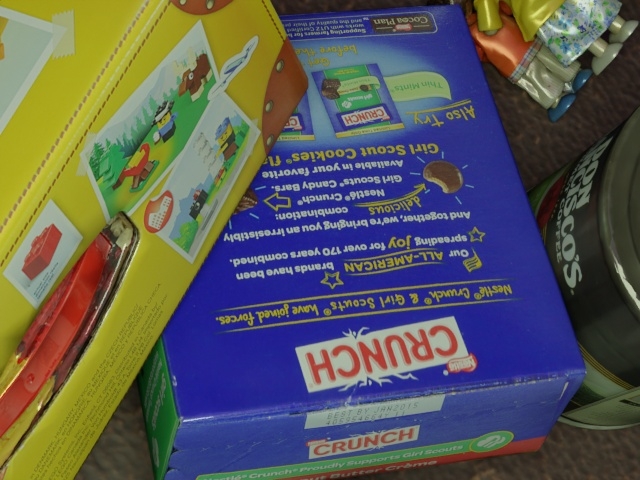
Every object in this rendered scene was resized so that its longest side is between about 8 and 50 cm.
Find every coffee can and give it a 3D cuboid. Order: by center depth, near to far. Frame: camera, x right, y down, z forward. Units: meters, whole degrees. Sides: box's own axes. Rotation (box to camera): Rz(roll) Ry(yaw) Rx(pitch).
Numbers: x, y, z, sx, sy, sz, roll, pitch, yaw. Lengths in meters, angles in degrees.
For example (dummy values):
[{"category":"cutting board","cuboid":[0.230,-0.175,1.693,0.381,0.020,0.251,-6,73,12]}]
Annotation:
[{"category":"coffee can","cuboid":[0.240,0.017,1.230,0.202,0.275,0.201,3,76,-12]}]

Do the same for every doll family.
[{"category":"doll family","cuboid":[0.187,-0.232,1.356,0.163,0.118,0.263,37,72,-2]}]

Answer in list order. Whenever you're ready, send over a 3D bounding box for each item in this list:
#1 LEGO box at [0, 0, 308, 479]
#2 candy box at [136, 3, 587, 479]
[{"category":"LEGO box","cuboid":[-0.300,0.006,1.066,0.373,0.193,0.500,20,70,27]},{"category":"candy box","cuboid":[0.000,0.000,1.209,0.268,0.122,0.317,-5,56,-14]}]
